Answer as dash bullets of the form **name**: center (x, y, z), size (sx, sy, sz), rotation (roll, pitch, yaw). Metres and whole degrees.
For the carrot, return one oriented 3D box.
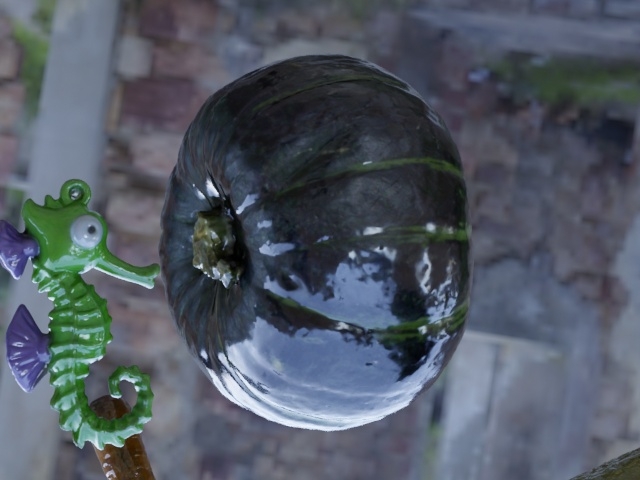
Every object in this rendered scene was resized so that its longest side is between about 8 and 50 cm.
- **carrot**: center (-0.159, 0.224, 1.678), size (0.047, 0.191, 0.047), rotation (-19, 163, -6)

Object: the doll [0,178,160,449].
- **doll**: center (-0.166, 0.052, 1.347), size (0.115, 0.190, 0.050), rotation (-6, 177, -8)

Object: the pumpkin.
- **pumpkin**: center (0.000, 0.000, 1.660), size (0.241, 0.323, 0.323), rotation (1, 180, -24)

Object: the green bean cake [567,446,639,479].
- **green bean cake**: center (0.286, 0.296, 1.491), size (0.202, 0.285, 0.310), rotation (-27, 172, -11)
